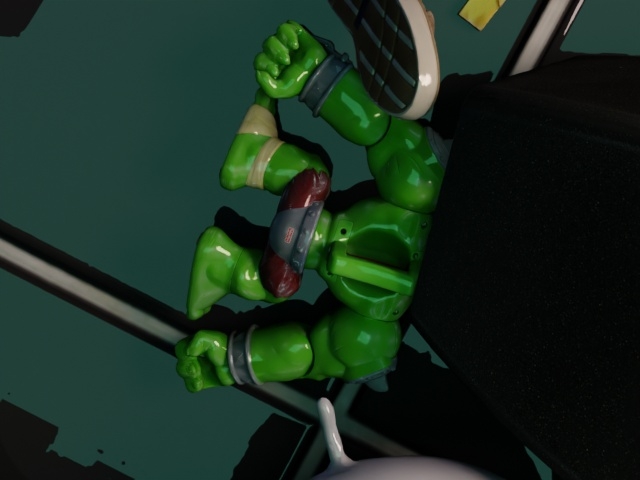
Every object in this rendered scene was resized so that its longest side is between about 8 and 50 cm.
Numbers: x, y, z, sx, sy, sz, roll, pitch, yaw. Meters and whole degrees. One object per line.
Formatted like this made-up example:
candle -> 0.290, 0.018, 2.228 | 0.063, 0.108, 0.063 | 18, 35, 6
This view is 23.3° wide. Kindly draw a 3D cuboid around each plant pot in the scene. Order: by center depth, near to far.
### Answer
plant pot -> 0.152, 0.005, 0.743 | 0.167, 0.188, 0.187 | 25, 117, 27

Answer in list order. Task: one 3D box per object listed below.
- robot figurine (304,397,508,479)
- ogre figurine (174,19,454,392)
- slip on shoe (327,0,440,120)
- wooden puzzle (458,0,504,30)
robot figurine -> 0.056, 0.254, 0.738 | 0.200, 0.300, 0.353 | -11, 63, -20
ogre figurine -> 0.000, 0.000, 0.806 | 0.118, 0.097, 0.197 | 20, 86, 9
slip on shoe -> 0.040, -0.105, 0.778 | 0.041, 0.135, 0.051 | 10, 119, -25
wooden puzzle -> 0.070, -0.176, 0.822 | 0.078, 0.014, 0.116 | -42, 95, 5
